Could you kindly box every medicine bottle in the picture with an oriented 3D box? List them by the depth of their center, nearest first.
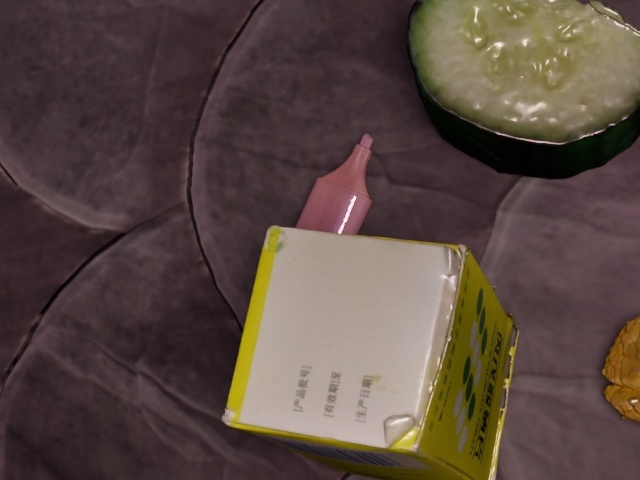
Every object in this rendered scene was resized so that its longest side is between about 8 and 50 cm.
[{"bbox_3d":[0.047,0.093,0.859,0.141,0.250,0.137,5,75,19],"label":"medicine bottle"}]

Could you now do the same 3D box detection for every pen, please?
[{"bbox_3d":[0.000,0.000,1.021,0.053,0.032,0.197,24,86,25],"label":"pen"}]

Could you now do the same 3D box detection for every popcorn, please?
[{"bbox_3d":[0.242,0.091,0.880,0.084,0.084,0.084,-6,73,18],"label":"popcorn"}]

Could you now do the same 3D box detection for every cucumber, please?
[{"bbox_3d":[0.160,-0.138,0.954,0.191,0.130,0.191,-4,77,16],"label":"cucumber"}]
